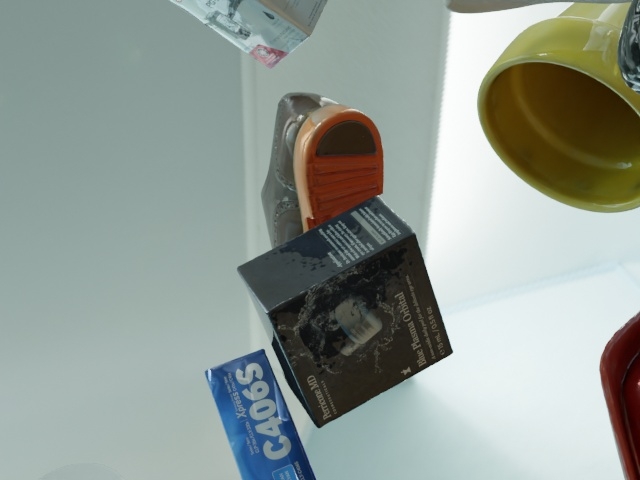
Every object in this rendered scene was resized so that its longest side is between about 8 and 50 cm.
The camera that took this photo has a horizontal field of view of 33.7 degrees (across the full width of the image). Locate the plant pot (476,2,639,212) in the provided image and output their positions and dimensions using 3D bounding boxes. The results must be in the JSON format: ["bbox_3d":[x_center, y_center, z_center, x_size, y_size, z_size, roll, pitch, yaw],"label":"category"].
[{"bbox_3d":[0.360,-0.205,1.322,0.239,0.254,0.254,-53,-41,-26],"label":"plant pot"}]

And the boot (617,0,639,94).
[{"bbox_3d":[0.202,-0.177,0.465,0.348,0.131,0.260,-3,-86,-71],"label":"boot"}]

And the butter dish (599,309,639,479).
[{"bbox_3d":[0.222,0.099,0.515,0.160,0.118,0.160,-25,-77,-50],"label":"butter dish"}]

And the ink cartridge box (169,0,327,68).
[{"bbox_3d":[-0.084,-0.270,1.164,0.150,0.109,0.063,31,-114,-18],"label":"ink cartridge box"}]

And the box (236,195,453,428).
[{"bbox_3d":[0.026,0.069,1.017,0.158,0.093,0.156,-28,-56,-9],"label":"box"}]

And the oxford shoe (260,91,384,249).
[{"bbox_3d":[0.000,0.000,1.237,0.129,0.132,0.364,-13,-59,-29],"label":"oxford shoe"}]

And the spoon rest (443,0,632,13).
[{"bbox_3d":[0.270,-0.305,1.138,0.276,0.137,0.084,-12,-13,24],"label":"spoon rest"}]

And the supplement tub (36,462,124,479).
[{"bbox_3d":[-0.121,0.182,0.577,0.071,0.071,0.107,-22,-52,-11],"label":"supplement tub"}]

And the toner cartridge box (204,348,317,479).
[{"bbox_3d":[-0.027,0.303,1.113,0.075,0.348,0.165,-20,-37,-7],"label":"toner cartridge box"}]
